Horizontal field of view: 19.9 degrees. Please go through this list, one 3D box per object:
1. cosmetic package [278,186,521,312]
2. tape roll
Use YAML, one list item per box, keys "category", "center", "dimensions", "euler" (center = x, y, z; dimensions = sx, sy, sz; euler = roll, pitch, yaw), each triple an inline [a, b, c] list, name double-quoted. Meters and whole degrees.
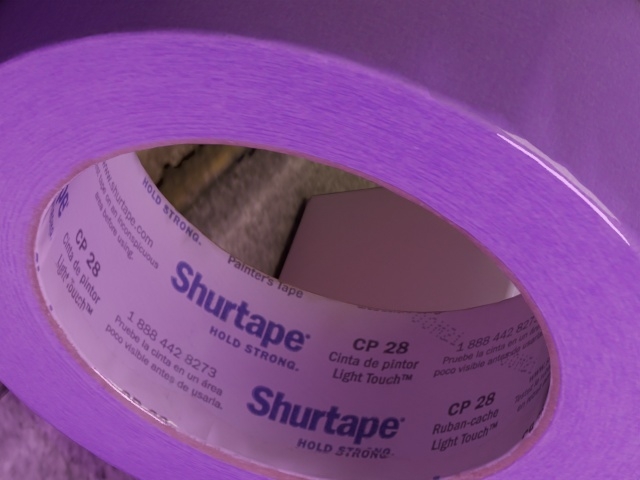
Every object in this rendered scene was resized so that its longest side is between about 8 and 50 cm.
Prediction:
- category: "cosmetic package"
  center: [0.067, 0.125, 0.865]
  dimensions: [0.225, 0.138, 0.224]
  euler: [55, 41, -37]
- category: "tape roll"
  center: [0.000, 0.000, 0.640]
  dimensions: [0.275, 0.274, 0.090]
  euler: [56, 40, -38]
